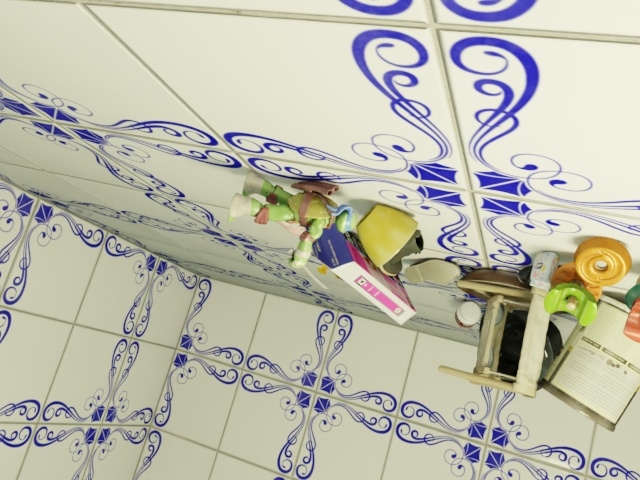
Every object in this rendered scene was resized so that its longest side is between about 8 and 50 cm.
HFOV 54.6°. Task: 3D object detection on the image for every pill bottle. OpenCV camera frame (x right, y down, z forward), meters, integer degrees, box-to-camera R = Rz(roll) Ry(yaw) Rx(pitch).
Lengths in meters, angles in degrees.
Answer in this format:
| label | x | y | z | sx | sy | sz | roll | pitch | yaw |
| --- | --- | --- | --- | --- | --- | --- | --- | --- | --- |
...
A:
| label | x | y | z | sx | sy | sz | roll | pitch | yaw |
| --- | --- | --- | --- | --- | --- | --- | --- | --- | --- |
| pill bottle | 0.524 | 0.261 | 2.205 | 0.086 | 0.086 | 0.152 | 14 | 167 | 11 |

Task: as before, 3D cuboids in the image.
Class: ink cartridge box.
| label | x | y | z | sx | sy | sz | roll | pitch | yaw |
| --- | --- | --- | --- | --- | --- | --- | --- | --- | --- |
| ink cartridge box | 0.103 | 0.067 | 1.618 | 0.370 | 0.069 | 0.176 | 37 | -159 | -35 |

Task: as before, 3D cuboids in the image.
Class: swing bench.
| label | x | y | z | sx | sy | sz | roll | pitch | yaw |
| --- | --- | --- | --- | --- | --- | --- | --- | --- | --- |
| swing bench | 0.467 | 0.250 | 1.579 | 0.165 | 0.254 | 0.254 | 24 | 167 | -35 |

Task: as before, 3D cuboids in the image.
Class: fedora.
| label | x | y | z | sx | sy | sz | roll | pitch | yaw |
| --- | --- | --- | --- | --- | --- | --- | --- | --- | --- |
| fedora | 0.686 | 0.341 | 2.070 | 0.152 | 0.335 | 0.334 | -12 | 180 | -23 |

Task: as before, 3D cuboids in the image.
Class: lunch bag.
| label | x | y | z | sx | sy | sz | roll | pitch | yaw |
| --- | --- | --- | --- | --- | --- | --- | --- | --- | --- |
| lunch bag | 0.494 | 0.065 | 1.367 | 0.053 | 0.071 | 0.083 | 18 | 171 | 15 |

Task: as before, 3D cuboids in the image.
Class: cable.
| label | x | y | z | sx | sy | sz | roll | pitch | yaw |
| --- | --- | --- | --- | --- | --- | --- | --- | --- | --- |
| cable | 0.564 | 0.097 | 1.478 | 0.150 | 0.047 | 0.184 | 17 | 168 | -4 |

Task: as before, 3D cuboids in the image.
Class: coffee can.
| label | x | y | z | sx | sy | sz | roll | pitch | yaw |
| --- | --- | --- | --- | --- | --- | --- | --- | --- | --- |
| coffee can | 0.704 | 0.300 | 1.543 | 0.201 | 0.276 | 0.201 | 32 | -178 | -1 |

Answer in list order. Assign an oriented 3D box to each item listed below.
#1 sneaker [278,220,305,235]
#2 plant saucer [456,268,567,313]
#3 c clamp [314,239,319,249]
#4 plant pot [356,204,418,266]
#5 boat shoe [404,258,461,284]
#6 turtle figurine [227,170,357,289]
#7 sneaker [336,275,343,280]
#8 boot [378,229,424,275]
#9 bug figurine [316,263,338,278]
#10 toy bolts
| label | x | y | z | sx | sy | sz | roll | pitch | yaw |
| --- | --- | --- | --- | --- | --- | --- | --- | --- | --- |
| sneaker | -0.069 | -0.047 | 1.670 | 0.134 | 0.051 | 0.070 | 28 | 170 | -28 |
| plant saucer | 0.533 | 0.138 | 1.710 | 0.310 | 0.050 | 0.310 | 17 | 168 | 4 |
| c clamp | 0.000 | 0.000 | 1.886 | 0.137 | 0.022 | 0.160 | 29 | 165 | -30 |
| plant pot | 0.135 | -0.023 | 1.367 | 0.095 | 0.134 | 0.134 | 42 | 165 | -5 |
| boat shoe | 0.326 | 0.080 | 1.756 | 0.064 | 0.075 | 0.206 | -27 | -171 | -33 |
| turtle figurine | -0.062 | -0.031 | 1.388 | 0.266 | 0.198 | 0.275 | 20 | 165 | 3 |
| sneaker | 0.075 | 0.060 | 1.808 | 0.135 | 0.098 | 0.276 | -15 | 151 | 38 |
| boot | 0.208 | 0.034 | 1.558 | 0.136 | 0.077 | 0.198 | 4 | 152 | 29 |
| bug figurine | 0.119 | 0.094 | 2.024 | 0.278 | 0.072 | 0.216 | 17 | 163 | 20 |
| toy bolts | 0.597 | 0.074 | 1.243 | 0.228 | 0.158 | 0.218 | 23 | 130 | 18 |
